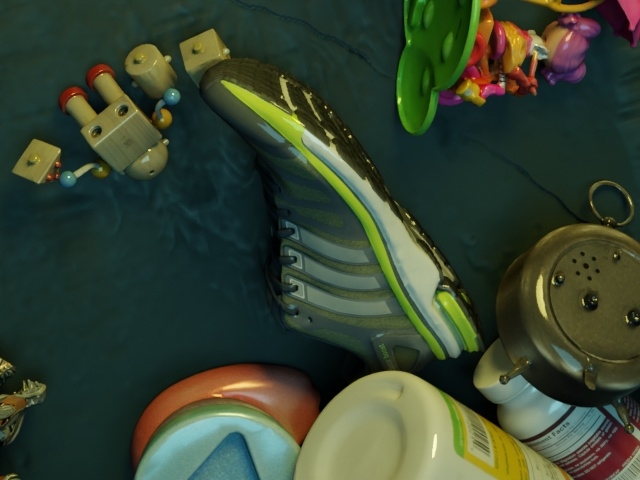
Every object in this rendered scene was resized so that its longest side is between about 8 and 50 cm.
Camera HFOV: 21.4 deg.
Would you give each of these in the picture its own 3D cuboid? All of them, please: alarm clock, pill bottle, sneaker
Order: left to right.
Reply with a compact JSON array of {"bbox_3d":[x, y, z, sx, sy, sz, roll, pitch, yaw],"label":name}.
[{"bbox_3d":[0.000,0.000,1.199,0.121,0.111,0.300,-34,116,7],"label":"sneaker"},{"bbox_3d":[0.109,0.203,1.219,0.246,0.136,0.136,34,97,-35],"label":"pill bottle"},{"bbox_3d":[0.191,0.134,1.287,0.152,0.086,0.086,42,94,-15],"label":"pill bottle"},{"bbox_3d":[0.202,0.036,1.242,0.129,0.064,0.192,21,59,-11],"label":"alarm clock"}]

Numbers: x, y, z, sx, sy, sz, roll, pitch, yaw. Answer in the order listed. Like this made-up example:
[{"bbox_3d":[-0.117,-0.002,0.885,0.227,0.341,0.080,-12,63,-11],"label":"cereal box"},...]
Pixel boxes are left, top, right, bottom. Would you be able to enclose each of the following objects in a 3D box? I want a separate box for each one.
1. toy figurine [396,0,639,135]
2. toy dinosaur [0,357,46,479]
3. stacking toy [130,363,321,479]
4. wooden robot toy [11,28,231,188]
[{"bbox_3d":[0.151,-0.150,1.209,0.159,0.130,0.173,0,126,-19],"label":"toy figurine"},{"bbox_3d":[-0.278,0.245,1.204,0.218,0.164,0.322,31,93,-12],"label":"toy dinosaur"},{"bbox_3d":[-0.012,0.257,1.263,0.280,0.130,0.309,-1,104,-8],"label":"stacking toy"},{"bbox_3d":[-0.132,-0.081,1.207,0.173,0.076,0.079,-38,141,1],"label":"wooden robot toy"}]
